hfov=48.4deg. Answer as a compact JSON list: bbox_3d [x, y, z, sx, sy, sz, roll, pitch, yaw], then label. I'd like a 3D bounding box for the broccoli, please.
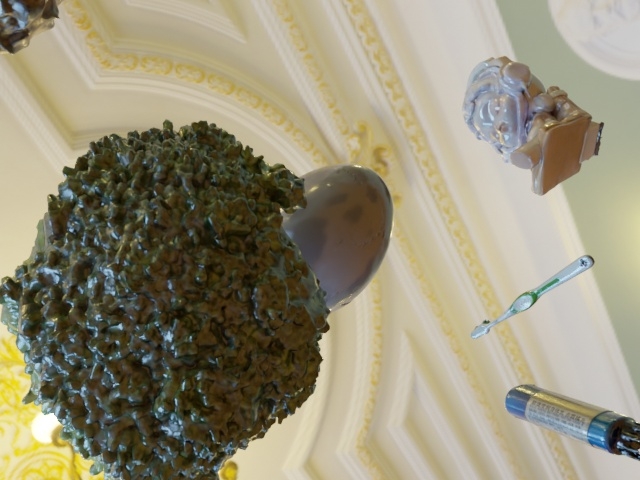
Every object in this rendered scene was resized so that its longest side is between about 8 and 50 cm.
[{"bbox_3d":[-0.128,0.046,0.573,0.235,0.260,0.288,43,-108,-35],"label":"broccoli"}]

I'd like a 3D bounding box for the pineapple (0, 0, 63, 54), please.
[{"bbox_3d":[-0.312,-0.330,0.668,0.175,0.175,0.361,27,-140,-38],"label":"pineapple"}]

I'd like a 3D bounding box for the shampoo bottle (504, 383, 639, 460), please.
[{"bbox_3d":[0.332,0.230,0.908,0.087,0.183,0.050,15,-92,-39],"label":"shampoo bottle"}]

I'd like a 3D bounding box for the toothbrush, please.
[{"bbox_3d":[0.368,0.106,1.265,0.030,0.304,0.030,17,-128,-23],"label":"toothbrush"}]

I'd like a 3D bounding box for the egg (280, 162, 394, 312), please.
[{"bbox_3d":[0.000,0.000,0.802,0.146,0.146,0.198,16,-56,-39],"label":"egg"}]

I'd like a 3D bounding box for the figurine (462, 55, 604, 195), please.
[{"bbox_3d":[0.282,-0.175,1.035,0.141,0.236,0.162,-22,-44,-15],"label":"figurine"}]
